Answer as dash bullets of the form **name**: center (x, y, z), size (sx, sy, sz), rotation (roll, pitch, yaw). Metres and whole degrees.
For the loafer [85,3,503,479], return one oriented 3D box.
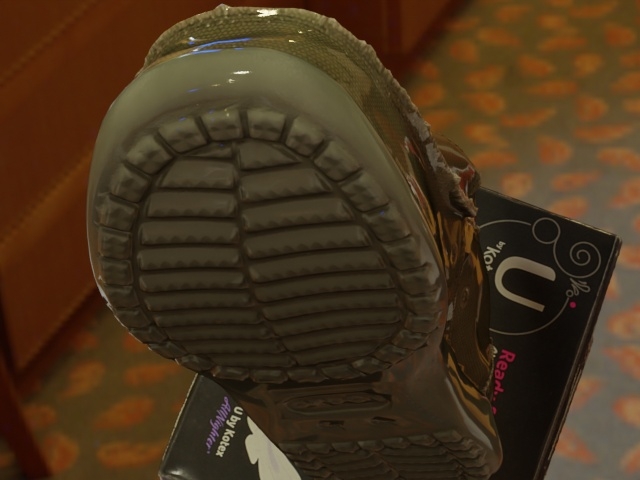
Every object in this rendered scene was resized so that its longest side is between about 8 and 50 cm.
- **loafer**: center (0.000, 0.000, 0.512), size (0.094, 0.251, 0.087), rotation (-3, 64, 11)

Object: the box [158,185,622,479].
- **box**: center (0.030, 0.085, 0.773), size (0.142, 0.247, 0.163), rotation (19, 71, 8)
